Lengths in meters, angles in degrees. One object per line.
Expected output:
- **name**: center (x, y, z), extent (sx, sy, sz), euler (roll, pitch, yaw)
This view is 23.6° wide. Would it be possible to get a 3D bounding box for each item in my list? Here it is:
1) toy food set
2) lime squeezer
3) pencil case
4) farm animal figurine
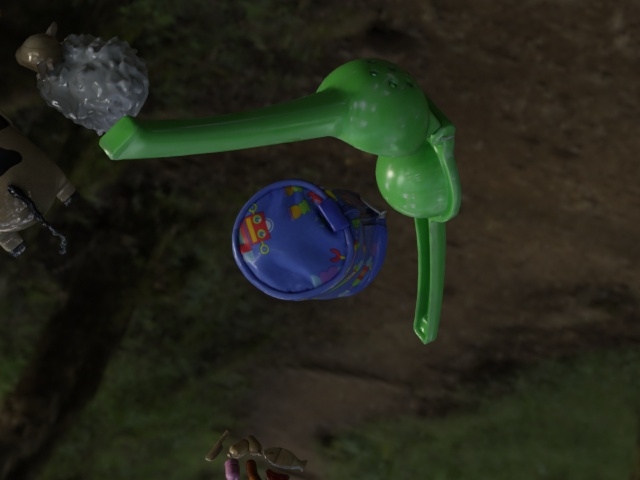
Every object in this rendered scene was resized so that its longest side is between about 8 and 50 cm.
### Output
- **toy food set**: center (-0.087, 0.300, 2.037), extent (0.122, 0.078, 0.019), euler (23, 141, 20)
- **lime squeezer**: center (0.027, -0.025, 0.763), extent (0.059, 0.110, 0.310), euler (31, 179, 35)
- **pencil case**: center (0.000, 0.000, 1.610), extent (0.119, 0.133, 0.306), euler (54, -173, 6)
- **farm animal figurine**: center (-0.363, -0.098, 1.382), extent (0.327, 0.330, 0.172), euler (27, 168, 15)
